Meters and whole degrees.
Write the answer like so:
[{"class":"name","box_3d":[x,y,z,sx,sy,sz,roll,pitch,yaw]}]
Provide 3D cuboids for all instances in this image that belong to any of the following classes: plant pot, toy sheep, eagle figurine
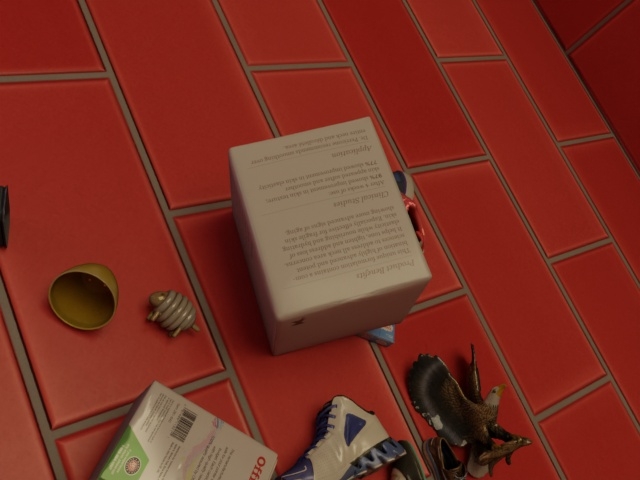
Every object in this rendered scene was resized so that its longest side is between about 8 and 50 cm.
[{"class":"plant pot","box_3d":[-0.463,0.098,1.415,0.134,0.134,0.095,34,23,-12]},{"class":"toy sheep","box_3d":[-0.311,0.155,1.497,0.132,0.091,0.091,44,48,-22]},{"class":"eagle figurine","box_3d":[0.380,0.416,1.751,0.298,0.225,0.226,48,-3,39]}]

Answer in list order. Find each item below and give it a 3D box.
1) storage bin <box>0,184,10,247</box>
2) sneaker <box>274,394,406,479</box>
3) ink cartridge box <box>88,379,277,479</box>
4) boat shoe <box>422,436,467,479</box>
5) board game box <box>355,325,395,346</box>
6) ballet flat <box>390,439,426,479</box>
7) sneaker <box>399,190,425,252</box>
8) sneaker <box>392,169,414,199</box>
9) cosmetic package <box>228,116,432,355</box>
[{"class":"storage bin","box_3d":[-0.658,-0.054,1.369,0.091,0.135,0.098,3,62,-20]},{"class":"sneaker","box_3d":[0.019,0.445,1.526,0.315,0.127,0.182,-11,61,-35]},{"class":"ink cartridge box","box_3d":[-0.246,0.420,1.272,0.278,0.117,0.201,34,50,-11]},{"class":"boat shoe","box_3d":[0.311,0.555,1.672,0.066,0.066,0.183,-24,78,-39]},{"class":"board game box","box_3d":[0.121,0.150,1.804,0.160,0.039,0.211,23,52,-21]},{"class":"ballet flat","box_3d":[0.207,0.592,1.572,0.096,0.095,0.280,-15,72,-25]},{"class":"sneaker","box_3d":[0.203,0.024,1.745,0.116,0.136,0.314,-23,116,-23]},{"class":"sneaker","box_3d":[0.112,-0.112,1.891,0.236,0.130,0.323,30,53,-16]},{"class":"cosmetic package","box_3d":[0.000,0.000,1.563,0.329,0.327,0.393,-13,70,-11]}]
